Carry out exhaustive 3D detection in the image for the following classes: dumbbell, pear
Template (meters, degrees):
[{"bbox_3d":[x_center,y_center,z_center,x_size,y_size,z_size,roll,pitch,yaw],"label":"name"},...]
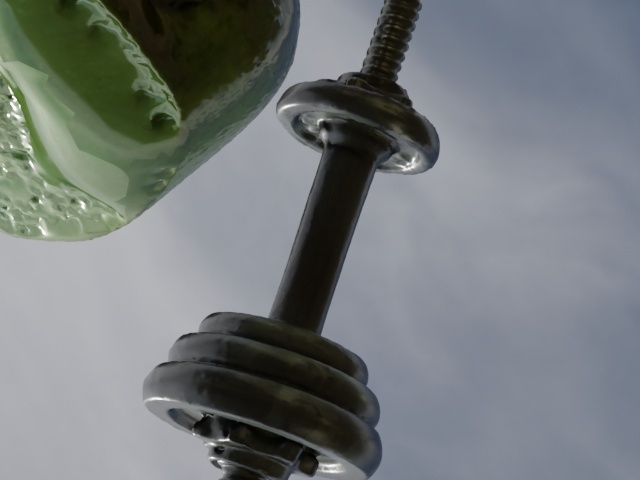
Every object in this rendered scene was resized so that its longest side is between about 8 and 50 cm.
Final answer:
[{"bbox_3d":[0.000,0.000,0.835,0.110,0.110,0.254,23,-105,-20],"label":"dumbbell"},{"bbox_3d":[-0.158,-0.171,1.289,0.238,0.318,0.342,-57,-44,-31],"label":"pear"}]
